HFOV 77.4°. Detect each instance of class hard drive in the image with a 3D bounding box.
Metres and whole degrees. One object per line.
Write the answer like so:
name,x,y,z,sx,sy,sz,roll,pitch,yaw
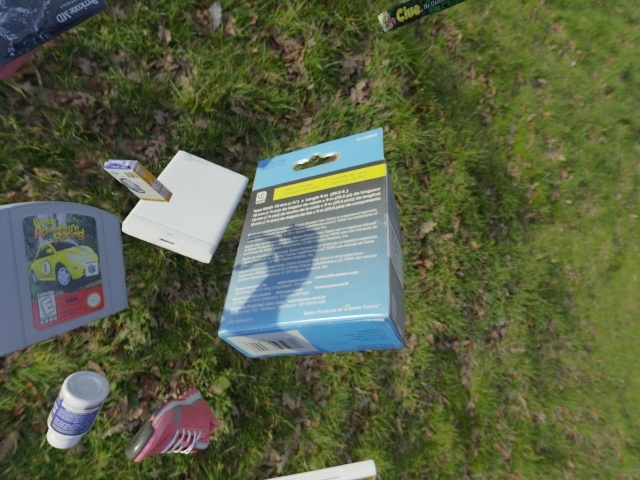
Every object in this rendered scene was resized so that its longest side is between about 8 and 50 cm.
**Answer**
hard drive,-0.368,-0.111,1.153,0.233,0.047,0.352,22,42,-9

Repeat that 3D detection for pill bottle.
pill bottle,-0.649,0.452,1.059,0.112,0.112,0.186,25,106,-21

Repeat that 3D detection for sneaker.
sneaker,-0.318,0.437,0.929,0.136,0.314,0.115,39,88,8

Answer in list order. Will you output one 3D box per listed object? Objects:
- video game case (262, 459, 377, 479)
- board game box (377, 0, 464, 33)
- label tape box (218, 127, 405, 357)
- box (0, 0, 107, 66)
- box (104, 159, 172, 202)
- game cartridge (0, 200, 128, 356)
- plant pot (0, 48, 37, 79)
video game case,-0.007,0.442,0.704,0.207,0.026,0.226,-9,139,-2
board game box,0.209,-0.349,0.527,0.260,0.136,0.030,-38,115,-24
label tape box,0.000,0.000,0.623,0.105,0.241,0.333,56,32,-47
box,-0.370,-0.304,0.449,0.156,0.093,0.158,-52,137,-27
box,-0.391,-0.130,0.854,0.136,0.081,0.028,60,42,-55
game cartridge,-0.399,0.040,0.598,0.060,0.294,0.195,-8,93,9
plant pot,-0.571,-0.393,0.686,0.201,0.201,0.180,34,99,-19
